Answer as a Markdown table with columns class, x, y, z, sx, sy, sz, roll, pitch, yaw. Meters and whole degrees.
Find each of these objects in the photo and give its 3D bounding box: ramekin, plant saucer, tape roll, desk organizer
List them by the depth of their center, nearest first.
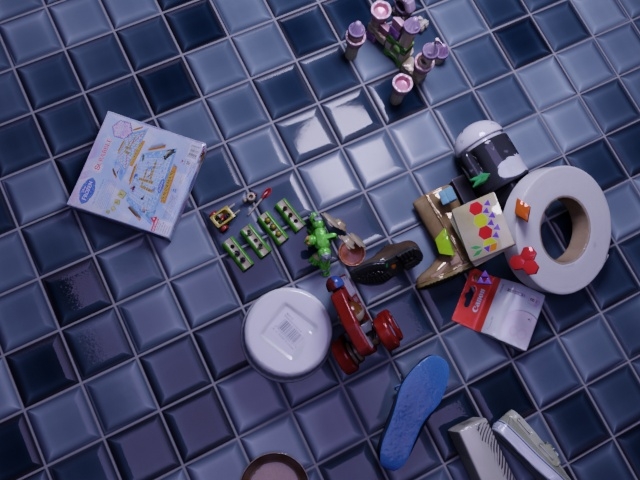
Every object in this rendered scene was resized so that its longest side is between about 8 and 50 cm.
| class | x | y | z | sx | sy | sz | roll | pitch | yaw |
| --- | --- | --- | --- | --- | --- | --- | --- | --- | --- |
| plant saucer | -0.128 | 0.691 | 1.735 | 0.198 | 0.036 | 0.199 | 1 | 77 | -5 |
| ramekin | -0.094 | 0.266 | 1.790 | 0.277 | 0.135 | 0.278 | 1 | 77 | -4 |
| tape roll | 0.720 | -0.031 | 1.892 | 0.391 | 0.072 | 0.393 | -1 | 93 | -25 |
| plant saucer | 0.096 | 0.039 | 1.924 | 0.083 | 0.013 | 0.084 | 1 | 76 | -5 |
| desk organizer | 0.458 | -0.137 | 1.980 | 0.047 | 0.050 | 0.130 | -24 | 80 | -10 |

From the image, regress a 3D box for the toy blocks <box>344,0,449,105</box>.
| class | x | y | z | sx | sy | sz | roll | pitch | yaw |
| --- | --- | --- | --- | --- | --- | --- | --- | --- | --- |
| toy blocks | 0.270 | -0.656 | 1.980 | 0.309 | 0.260 | 0.288 | -42 | 83 | -13 |

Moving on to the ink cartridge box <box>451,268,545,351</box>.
| class | x | y | z | sx | sy | sz | roll | pitch | yaw |
| --- | --- | --- | --- | --- | --- | --- | --- | --- | --- |
| ink cartridge box | 0.545 | 0.207 | 1.905 | 0.232 | 0.066 | 0.189 | 26 | 76 | -3 |

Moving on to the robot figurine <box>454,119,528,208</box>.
| class | x | y | z | sx | sy | sz | roll | pitch | yaw |
| --- | --- | --- | --- | --- | --- | --- | --- | --- | --- |
| robot figurine | 0.534 | -0.239 | 1.953 | 0.173 | 0.209 | 0.278 | -30 | 81 | 6 |

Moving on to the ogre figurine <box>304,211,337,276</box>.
| class | x | y | z | sx | sy | sz | roll | pitch | yaw |
| --- | --- | --- | --- | --- | --- | --- | --- | --- | --- |
| ogre figurine | 0.000 | 0.000 | 1.871 | 0.096 | 0.118 | 0.197 | 9 | 75 | -3 |

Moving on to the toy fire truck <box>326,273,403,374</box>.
| class | x | y | z | sx | sy | sz | roll | pitch | yaw |
| --- | --- | --- | --- | --- | --- | --- | --- | --- | --- |
| toy fire truck | 0.094 | 0.214 | 1.744 | 0.169 | 0.302 | 0.254 | -32 | 84 | 9 |

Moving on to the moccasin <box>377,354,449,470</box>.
| class | x | y | z | sx | sy | sz | roll | pitch | yaw |
| --- | --- | --- | --- | --- | --- | --- | --- | --- | --- |
| moccasin | 0.246 | 0.478 | 1.782 | 0.137 | 0.117 | 0.342 | 33 | 79 | 4 |

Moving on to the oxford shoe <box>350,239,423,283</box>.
| class | x | y | z | sx | sy | sz | roll | pitch | yaw |
| --- | --- | --- | --- | --- | --- | --- | --- | --- | --- |
| oxford shoe | 0.195 | 0.065 | 1.900 | 0.227 | 0.096 | 0.083 | -20 | 122 | 5 |

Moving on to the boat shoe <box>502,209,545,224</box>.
| class | x | y | z | sx | sy | sz | roll | pitch | yaw |
| --- | --- | --- | --- | --- | --- | --- | --- | --- | --- |
| boat shoe | 0.590 | -0.056 | 1.953 | 0.267 | 0.088 | 0.096 | -12 | 78 | -8 |

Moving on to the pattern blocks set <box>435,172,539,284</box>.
| class | x | y | z | sx | sy | sz | roll | pitch | yaw |
| --- | --- | --- | --- | --- | --- | --- | --- | --- | --- |
| pattern blocks set | 0.473 | -0.031 | 1.813 | 0.285 | 0.026 | 0.325 | -16 | 73 | 25 |

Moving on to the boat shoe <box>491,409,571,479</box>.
| class | x | y | z | sx | sy | sz | roll | pitch | yaw |
| --- | --- | --- | --- | --- | --- | --- | --- | --- | --- |
| boat shoe | 0.630 | 0.618 | 1.787 | 0.094 | 0.109 | 0.302 | -43 | 81 | -15 |

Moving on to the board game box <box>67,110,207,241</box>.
| class | x | y | z | sx | sy | sz | roll | pitch | yaw |
| --- | --- | --- | --- | --- | --- | --- | --- | --- | --- |
| board game box | -0.549 | -0.195 | 1.894 | 0.317 | 0.066 | 0.319 | 19 | 76 | -1 |

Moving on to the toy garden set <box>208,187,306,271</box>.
| class | x | y | z | sx | sy | sz | roll | pitch | yaw |
| --- | --- | --- | --- | --- | --- | --- | --- | --- | --- |
| toy garden set | -0.200 | -0.058 | 1.902 | 0.244 | 0.049 | 0.204 | -38 | 83 | -12 |

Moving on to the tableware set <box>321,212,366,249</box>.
| class | x | y | z | sx | sy | sz | roll | pitch | yaw |
| --- | --- | --- | --- | --- | --- | --- | --- | --- | --- |
| tableware set | 0.070 | -0.026 | 1.869 | 0.020 | 0.168 | 0.141 | -46 | 72 | 14 |

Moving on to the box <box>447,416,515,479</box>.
| class | x | y | z | sx | sy | sz | roll | pitch | yaw |
| --- | --- | --- | --- | --- | --- | --- | --- | --- | --- |
| box | 0.471 | 0.647 | 1.763 | 0.094 | 0.113 | 0.275 | -22 | 81 | -11 |

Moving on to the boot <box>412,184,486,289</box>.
| class | x | y | z | sx | sy | sz | roll | pitch | yaw |
| --- | --- | --- | --- | --- | --- | --- | --- | --- | --- |
| boot | 0.353 | -0.006 | 1.927 | 0.236 | 0.089 | 0.270 | -23 | 73 | -3 |
